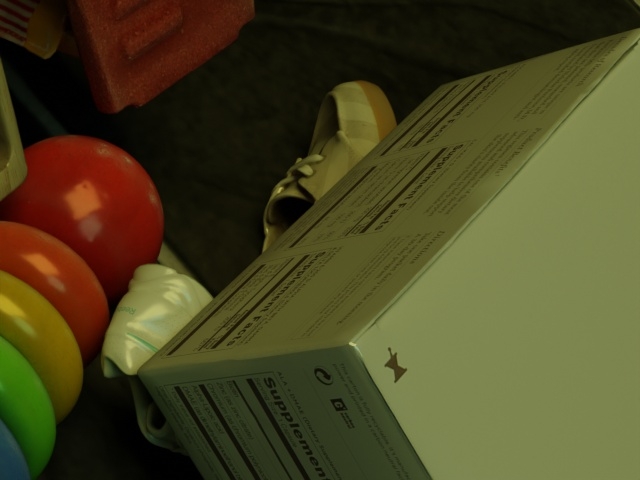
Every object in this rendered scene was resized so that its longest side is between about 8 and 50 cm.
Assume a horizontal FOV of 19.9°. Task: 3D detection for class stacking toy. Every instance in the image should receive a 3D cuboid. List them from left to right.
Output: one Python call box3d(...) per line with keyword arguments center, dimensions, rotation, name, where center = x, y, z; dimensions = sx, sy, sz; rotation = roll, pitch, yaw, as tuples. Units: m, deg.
box3d(center=(-0.159, 0.069, 0.813), dimensions=(0.141, 0.141, 0.330), rotation=(31, 46, 0), name="stacking toy")

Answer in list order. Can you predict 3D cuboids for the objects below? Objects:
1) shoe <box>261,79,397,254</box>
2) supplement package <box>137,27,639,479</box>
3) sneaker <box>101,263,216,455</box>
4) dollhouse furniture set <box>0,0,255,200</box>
box3d(center=(0.000, 0.000, 0.955), dimensions=(0.058, 0.076, 0.219), rotation=(17, 54, -18), name="shoe")
box3d(center=(0.086, 0.060, 0.855), dimensions=(0.262, 0.145, 0.204), rotation=(-44, 111, -38), name="supplement package")
box3d(center=(-0.054, 0.083, 0.862), dimensions=(0.152, 0.053, 0.061), rotation=(52, 50, -28), name="sneaker")
box3d(center=(-0.223, -0.105, 0.838), dimensions=(0.201, 0.152, 0.374), rotation=(20, 45, 34), name="dollhouse furniture set")
